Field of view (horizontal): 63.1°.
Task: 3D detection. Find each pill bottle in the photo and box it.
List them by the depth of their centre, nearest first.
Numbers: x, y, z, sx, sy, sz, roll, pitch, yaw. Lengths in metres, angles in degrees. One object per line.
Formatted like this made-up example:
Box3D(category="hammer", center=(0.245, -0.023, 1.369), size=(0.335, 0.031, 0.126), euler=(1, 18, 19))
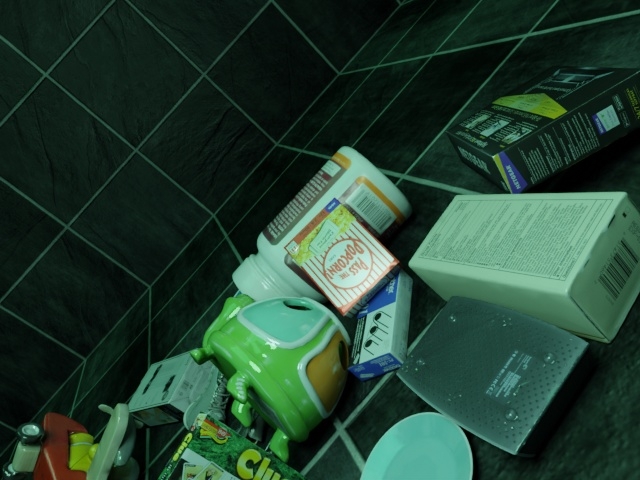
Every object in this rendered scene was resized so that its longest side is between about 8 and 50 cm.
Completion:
Box3D(category="pill bottle", center=(0.000, 0.000, 1.189), size=(0.392, 0.224, 0.224), euler=(-46, 22, 3))

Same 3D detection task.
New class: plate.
Box3D(category="plate", center=(0.126, 0.319, 0.690), size=(0.188, 0.024, 0.188), euler=(-38, 24, 20))

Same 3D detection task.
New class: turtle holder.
Box3D(category="turtle holder", center=(-0.084, 0.222, 0.970), size=(0.227, 0.243, 0.320), euler=(-40, 12, -23))

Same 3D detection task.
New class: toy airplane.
Box3D(category="toy airplane", center=(-0.541, 0.588, 1.230), size=(0.386, 0.272, 0.385), euler=(-20, 72, 35))

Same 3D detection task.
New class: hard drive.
Box3D(category="hard drive", center=(0.225, 0.173, 0.706), size=(0.172, 0.054, 0.254), euler=(-52, 22, -9))

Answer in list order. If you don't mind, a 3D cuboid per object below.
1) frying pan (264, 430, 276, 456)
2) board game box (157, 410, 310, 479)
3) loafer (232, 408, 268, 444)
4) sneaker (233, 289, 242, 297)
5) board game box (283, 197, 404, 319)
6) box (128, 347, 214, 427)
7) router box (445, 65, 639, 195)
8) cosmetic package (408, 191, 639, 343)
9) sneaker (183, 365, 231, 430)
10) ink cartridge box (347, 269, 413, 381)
Box3D(category="frying pan", center=(-0.140, 0.465, 0.916), size=(0.326, 0.053, 0.197), euler=(-50, 22, 2))
Box3D(category="board game box", center=(-0.099, 0.361, 0.719), size=(0.030, 0.259, 0.136), euler=(-14, 40, 54))
Box3D(category="loafer", center=(-0.129, 0.377, 1.036), size=(0.170, 0.062, 0.061), euler=(-52, 44, 0))
Box3D(category="sneaker", center=(-0.180, 0.133, 1.501), size=(0.229, 0.087, 0.092), euler=(-51, 14, -27))
Box3D(category="board game box", center=(0.043, 0.032, 1.016), size=(0.147, 0.045, 0.193), euler=(-45, 64, 3))
Box3D(category="box", center=(-0.415, 0.414, 1.448), size=(0.290, 0.087, 0.169), euler=(-26, 31, 42))
Box3D(category="router box", center=(0.375, -0.203, 0.907), size=(0.242, 0.081, 0.309), euler=(-30, 17, 10))
Box3D(category="cosmetic package", center=(0.290, 0.023, 0.760), size=(0.160, 0.113, 0.309), euler=(-53, 22, -12))
Box3D(category="sneaker", center=(-0.224, 0.368, 1.198), size=(0.229, 0.086, 0.132), euler=(-59, 27, 1))
Box3D(category="ink cartridge box", center=(0.114, 0.150, 0.963), size=(0.097, 0.046, 0.207), euler=(-30, 27, 34))
